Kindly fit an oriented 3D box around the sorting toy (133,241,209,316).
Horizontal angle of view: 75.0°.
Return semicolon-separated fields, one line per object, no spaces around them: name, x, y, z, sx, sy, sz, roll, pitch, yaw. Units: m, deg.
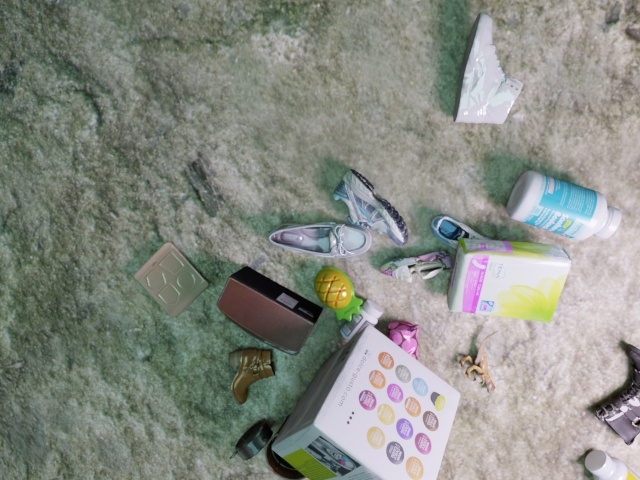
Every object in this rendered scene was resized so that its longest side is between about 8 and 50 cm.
sorting toy;-0.520;0.137;1.460;0.193;0.038;0.208;-43;93;12

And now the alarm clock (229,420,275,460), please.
alarm clock;-0.245;0.694;1.433;0.192;0.129;0.064;-42;89;12

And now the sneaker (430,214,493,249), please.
sneaker;0.439;0.000;1.256;0.238;0.086;0.085;28;99;4

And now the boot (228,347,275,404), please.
boot;-0.229;0.469;1.434;0.153;0.073;0.196;-6;99;6

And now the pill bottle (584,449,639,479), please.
pill bottle;0.902;0.728;1.262;0.184;0.103;0.103;42;102;2

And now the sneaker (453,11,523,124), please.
sneaker;0.489;-0.478;1.183;0.170;0.108;0.292;8;108;7

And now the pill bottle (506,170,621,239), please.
pill bottle;0.681;-0.090;1.172;0.265;0.146;0.146;20;100;7

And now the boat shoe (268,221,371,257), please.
boat shoe;-0.001;-0.003;1.318;0.321;0.103;0.118;6;98;9

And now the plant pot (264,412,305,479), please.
plant pot;-0.081;0.665;1.385;0.167;0.165;0.166;1;98;9

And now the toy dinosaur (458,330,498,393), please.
toy dinosaur;0.502;0.379;1.315;0.113;0.064;0.211;-12;105;-7

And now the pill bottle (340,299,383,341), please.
pill bottle;0.134;0.262;1.343;0.078;0.078;0.137;38;102;3

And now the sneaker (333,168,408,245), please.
sneaker;0.155;-0.083;1.296;0.122;0.110;0.283;-44;82;24

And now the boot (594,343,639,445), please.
boot;0.919;0.462;1.232;0.229;0.091;0.262;-38;92;11

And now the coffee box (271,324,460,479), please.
coffee box;0.126;0.515;1.180;0.335;0.337;0.338;38;137;3

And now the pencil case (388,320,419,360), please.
pencil case;0.269;0.367;1.331;0.098;0.095;0.209;-4;99;-16

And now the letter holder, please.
letter holder;-0.182;0.258;1.359;0.302;0.152;0.214;29;103;5

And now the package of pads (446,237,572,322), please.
package of pads;0.537;0.110;1.211;0.297;0.101;0.228;5;121;8

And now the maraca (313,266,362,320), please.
maraca;0.054;0.169;1.328;0.127;0.099;0.185;-42;79;25

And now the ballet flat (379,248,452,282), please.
ballet flat;0.296;0.087;1.289;0.222;0.076;0.079;-13;53;8
